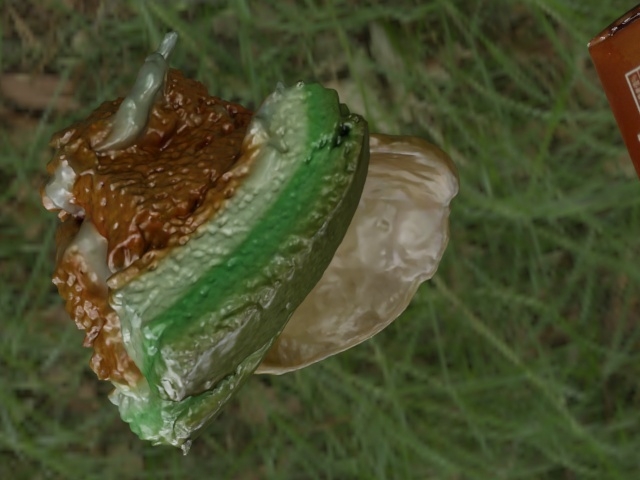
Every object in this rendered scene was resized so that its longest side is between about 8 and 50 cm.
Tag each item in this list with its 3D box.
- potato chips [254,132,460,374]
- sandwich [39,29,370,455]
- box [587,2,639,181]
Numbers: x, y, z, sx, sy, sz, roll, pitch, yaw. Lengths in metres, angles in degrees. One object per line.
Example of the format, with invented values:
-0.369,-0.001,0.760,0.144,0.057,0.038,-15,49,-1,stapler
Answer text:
-0.001,0.001,1.226,0.208,0.062,0.195,-50,138,6,potato chips
-0.073,-0.010,0.861,0.160,0.185,0.109,28,150,10,sandwich
0.416,-0.018,1.311,0.344,0.385,0.122,-14,170,-37,box
